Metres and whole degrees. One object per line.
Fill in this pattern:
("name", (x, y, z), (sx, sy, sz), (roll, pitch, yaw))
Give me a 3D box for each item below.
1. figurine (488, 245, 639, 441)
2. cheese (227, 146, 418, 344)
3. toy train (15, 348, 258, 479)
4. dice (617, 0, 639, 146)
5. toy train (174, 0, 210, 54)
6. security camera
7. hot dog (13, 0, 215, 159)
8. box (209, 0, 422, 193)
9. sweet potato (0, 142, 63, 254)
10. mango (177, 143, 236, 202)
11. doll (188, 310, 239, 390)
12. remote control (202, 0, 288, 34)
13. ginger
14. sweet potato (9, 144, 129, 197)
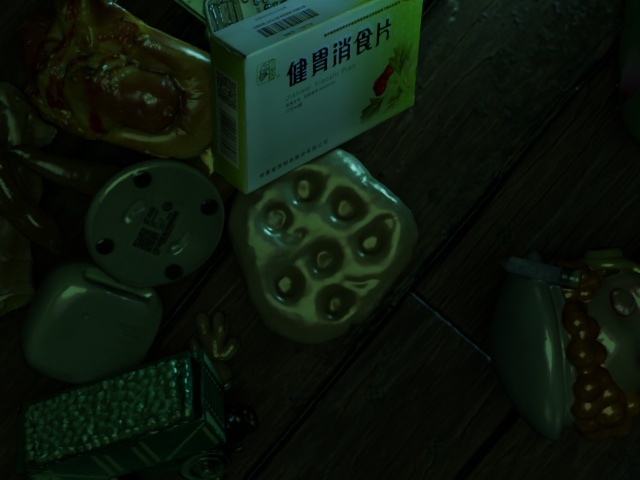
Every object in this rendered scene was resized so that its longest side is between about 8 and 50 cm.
("figurine", (0.368, 0.099, 1.507), (0.382, 0.205, 0.224), (-11, 93, -22))
("cheese", (0.000, 0.000, 1.488), (0.218, 0.117, 0.235), (5, 94, -6))
("toy train", (-0.207, 0.231, 1.468), (0.270, 0.115, 0.154), (-18, 139, 11))
("dice", (0.523, -0.233, 1.396), (0.318, 0.330, 0.322), (7, 93, -6))
("toy train", (-0.120, -0.327, 1.448), (0.301, 0.120, 0.202), (38, 90, -7))
("security camera", (-0.225, 0.033, 1.459), (0.157, 0.080, 0.301), (22, 108, -30))
("hot dog", (-0.228, -0.185, 1.391), (0.257, 0.153, 0.150), (26, 99, 28))
("box", (-0.002, -0.181, 1.396), (0.260, 0.062, 0.175), (-29, 140, -31))
("sweet potato", (-0.347, -0.056, 1.426), (0.053, 0.054, 0.182), (-36, 98, -23))
("mango", (-0.140, -0.132, 1.481), (0.098, 0.075, 0.190), (-21, 83, -4))
("doll", (-0.127, 0.132, 1.525), (0.062, 0.051, 0.093), (-2, 94, 3))
("remote control", (-0.063, -0.250, 1.391), (0.125, 0.018, 0.053), (-14, 99, -9))
("ginger", (-0.378, -0.036, 1.482), (0.131, 0.086, 0.294), (6, 87, 5))
("sweet potato", (-0.237, -0.059, 1.487), (0.250, 0.069, 0.059), (24, 106, -12))
